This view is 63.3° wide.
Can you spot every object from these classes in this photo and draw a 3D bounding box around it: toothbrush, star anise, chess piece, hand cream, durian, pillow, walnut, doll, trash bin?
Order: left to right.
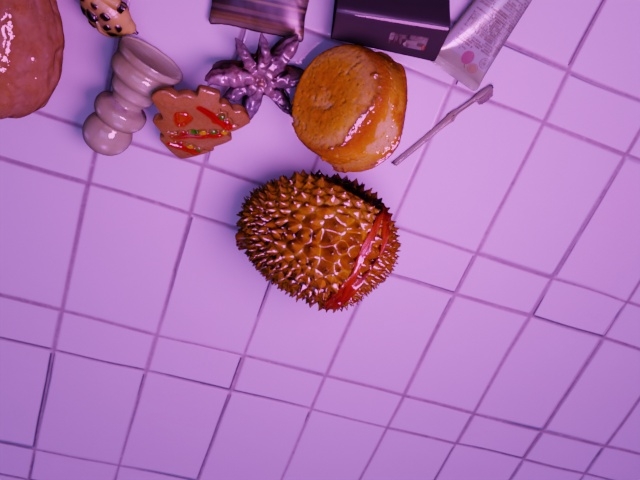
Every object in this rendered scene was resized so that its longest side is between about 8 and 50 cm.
[{"bbox_3d":[-0.641,-0.405,0.965,0.305,0.306,0.344,10,115,-9],"label":"walnut"},{"bbox_3d":[-0.474,-0.510,1.002,0.117,0.086,0.291,-5,146,29],"label":"doll"},{"bbox_3d":[-0.422,-0.293,1.125,0.144,0.144,0.251,34,113,-17],"label":"chess piece"},{"bbox_3d":[-0.132,-0.351,1.128,0.236,0.093,0.229,5,129,-23],"label":"star anise"},{"bbox_3d":[-0.118,-0.541,1.081,0.208,0.052,0.212,10,112,-5],"label":"pillow"},{"bbox_3d":[-0.001,-0.001,1.183,0.383,0.348,0.348,1,114,-16],"label":"durian"},{"bbox_3d":[0.143,-0.482,1.066,0.225,0.115,0.166,8,72,-5],"label":"trash bin"},{"bbox_3d":[0.291,-0.274,1.247,0.294,0.026,0.028,-35,127,10],"label":"toothbrush"},{"bbox_3d":[0.379,-0.491,1.125,0.147,0.093,0.306,27,110,-21],"label":"hand cream"}]

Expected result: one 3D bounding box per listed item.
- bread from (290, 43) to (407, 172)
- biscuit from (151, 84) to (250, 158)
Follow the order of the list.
[{"bbox_3d":[0.057,-0.281,1.083,0.268,0.268,0.145,-51,149,16],"label":"bread"},{"bbox_3d":[-0.275,-0.248,1.137,0.212,0.041,0.239,5,149,-29],"label":"biscuit"}]
